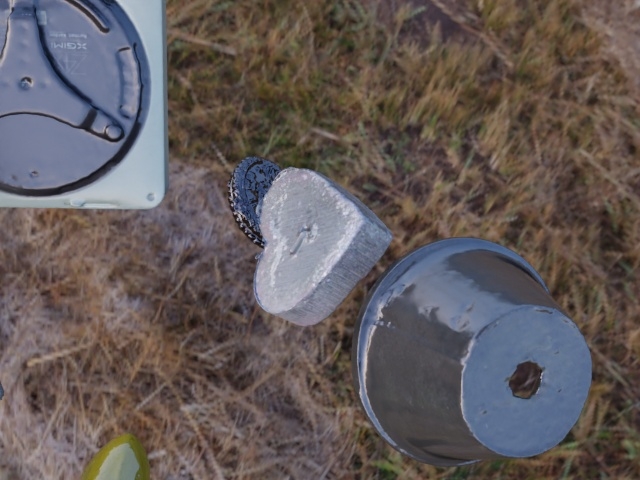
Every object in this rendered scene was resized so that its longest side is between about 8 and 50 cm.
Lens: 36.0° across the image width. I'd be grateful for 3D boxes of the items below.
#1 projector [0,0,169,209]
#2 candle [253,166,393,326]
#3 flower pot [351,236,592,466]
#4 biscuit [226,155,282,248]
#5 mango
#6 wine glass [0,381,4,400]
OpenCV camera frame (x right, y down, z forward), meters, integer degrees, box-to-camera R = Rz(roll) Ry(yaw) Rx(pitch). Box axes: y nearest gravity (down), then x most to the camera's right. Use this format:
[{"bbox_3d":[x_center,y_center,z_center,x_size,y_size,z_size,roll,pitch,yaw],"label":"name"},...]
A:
[{"bbox_3d":[-0.284,-0.160,0.981,0.257,0.259,0.079,1,15,-3],"label":"projector"},{"bbox_3d":[0.000,0.000,1.174,0.068,0.168,0.192,29,57,-47],"label":"candle"},{"bbox_3d":[0.182,0.133,1.063,0.269,0.166,0.269,-1,94,-20],"label":"flower pot"},{"bbox_3d":[-0.103,-0.071,1.895,0.194,0.053,0.194,27,50,-37],"label":"biscuit"},{"bbox_3d":[-0.317,0.452,1.419,0.142,0.195,0.331,17,36,-12],"label":"mango"},{"bbox_3d":[-0.476,0.135,1.282,0.066,0.198,0.066,-12,30,7],"label":"wine glass"}]
